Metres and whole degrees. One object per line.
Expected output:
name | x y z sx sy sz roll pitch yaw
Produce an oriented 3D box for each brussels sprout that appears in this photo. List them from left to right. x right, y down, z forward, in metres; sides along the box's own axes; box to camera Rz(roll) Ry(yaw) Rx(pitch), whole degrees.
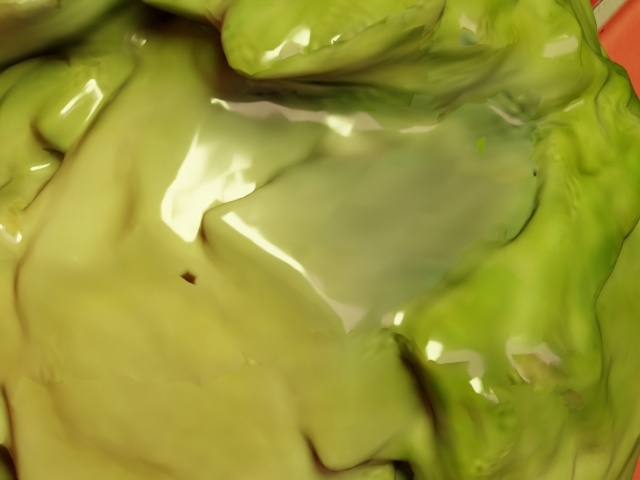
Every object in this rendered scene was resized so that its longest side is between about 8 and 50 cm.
brussels sprout | -0.001 -0.007 0.837 0.361 0.342 0.425 -54 134 -57
